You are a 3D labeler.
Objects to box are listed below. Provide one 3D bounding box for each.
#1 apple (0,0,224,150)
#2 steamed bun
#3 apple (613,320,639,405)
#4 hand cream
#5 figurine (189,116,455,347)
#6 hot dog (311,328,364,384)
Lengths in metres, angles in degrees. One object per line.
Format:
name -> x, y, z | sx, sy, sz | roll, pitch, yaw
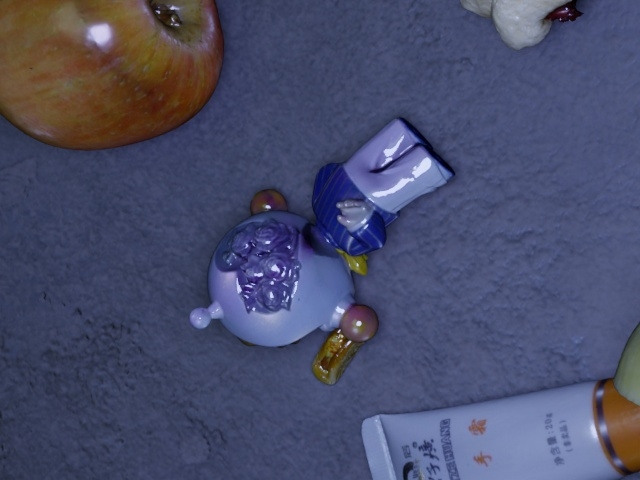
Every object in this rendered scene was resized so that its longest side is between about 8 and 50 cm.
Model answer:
apple -> -0.231, -0.207, 1.736 | 0.241, 0.242, 0.242 | -13, 83, 38
steamed bun -> 0.196, -0.258, 1.573 | 0.172, 0.141, 0.155 | 40, 111, 17
apple -> 0.384, 0.148, 1.407 | 0.292, 0.254, 0.292 | 2, 94, 23
hand cream -> 0.181, 0.193, 1.605 | 0.314, 0.089, 0.139 | -23, 77, 30
figurine -> 0.008, 0.005, 1.661 | 0.274, 0.133, 0.193 | -24, 65, 21
hot dog -> 0.021, 0.105, 1.703 | 0.030, 0.034, 0.090 | 41, 105, 20
